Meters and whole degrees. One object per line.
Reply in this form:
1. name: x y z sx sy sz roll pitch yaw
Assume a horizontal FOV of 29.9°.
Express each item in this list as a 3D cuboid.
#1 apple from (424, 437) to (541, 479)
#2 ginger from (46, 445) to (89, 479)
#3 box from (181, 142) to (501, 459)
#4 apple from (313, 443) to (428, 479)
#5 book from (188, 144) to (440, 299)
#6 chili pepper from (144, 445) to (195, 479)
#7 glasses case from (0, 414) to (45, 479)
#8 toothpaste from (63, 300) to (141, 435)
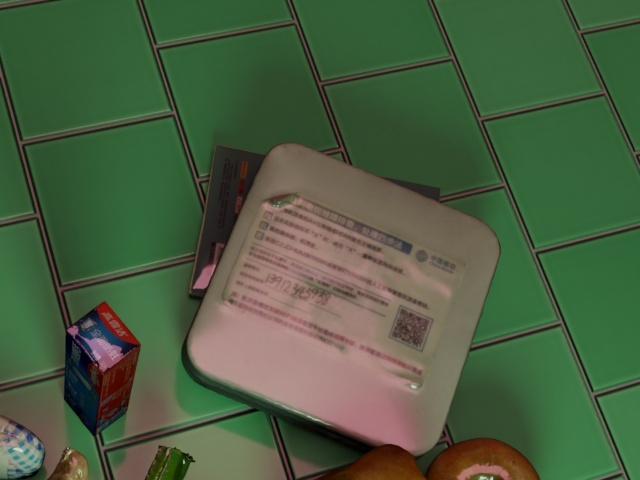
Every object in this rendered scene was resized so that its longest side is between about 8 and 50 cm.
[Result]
1. apple: 0.234 0.374 1.705 0.182 0.155 0.183 -1 66 3
2. ginger: -0.436 0.400 1.577 0.333 0.081 0.148 -35 64 -9
3. box: 0.036 0.088 1.777 0.395 0.111 0.397 24 69 -3
4. apple: 0.069 0.407 1.609 0.246 0.246 0.226 -23 81 -20
5. book: 0.000 0.000 1.880 0.379 0.031 0.264 12 66 -7
6. chili pepper: -0.282 0.431 1.589 0.076 0.085 0.359 30 77 15
7. glasses case: -0.530 0.249 1.612 0.327 0.125 0.076 18 56 -4
8. toothpaste: -0.292 0.177 1.584 0.066 0.320 0.076 -37 80 -24
